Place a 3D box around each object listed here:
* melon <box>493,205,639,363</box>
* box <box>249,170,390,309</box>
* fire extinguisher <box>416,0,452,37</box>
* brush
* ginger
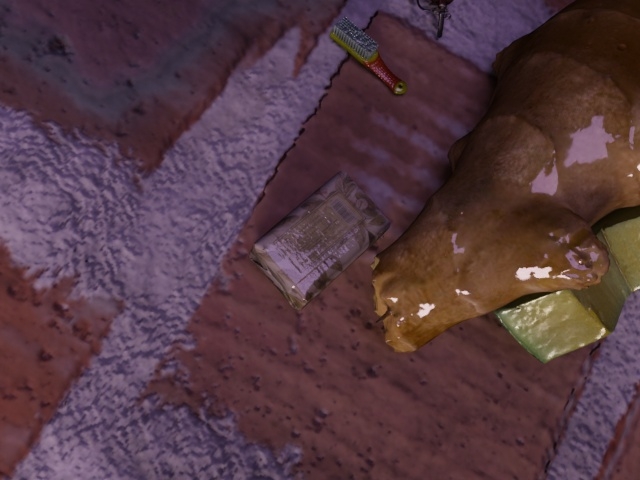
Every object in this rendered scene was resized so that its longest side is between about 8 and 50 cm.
[{"bbox_3d":[0.237,0.012,0.551,0.209,0.118,0.064,-27,102,19],"label":"melon"},{"bbox_3d":[0.000,0.000,0.554,0.098,0.045,0.062,-39,84,-17],"label":"box"},{"bbox_3d":[0.098,-0.235,0.651,0.046,0.032,0.100,15,65,-17],"label":"fire extinguisher"},{"bbox_3d":[0.044,-0.157,0.623,0.083,0.021,0.019,45,68,4],"label":"brush"},{"bbox_3d":[0.206,-0.051,0.549,0.236,0.166,0.376,22,76,22],"label":"ginger"}]
